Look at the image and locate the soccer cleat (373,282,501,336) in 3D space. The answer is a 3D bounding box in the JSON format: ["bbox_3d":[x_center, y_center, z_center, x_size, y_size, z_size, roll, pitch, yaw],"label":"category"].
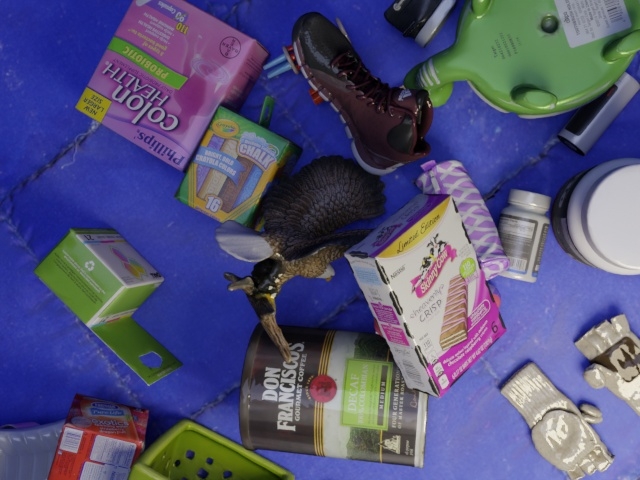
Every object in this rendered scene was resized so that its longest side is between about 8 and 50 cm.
[{"bbox_3d":[0.187,0.092,1.243,0.083,0.248,0.095,42,133,45],"label":"soccer cleat"}]

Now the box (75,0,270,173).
[{"bbox_3d":[-0.241,-0.264,1.349,0.213,0.117,0.243,31,96,7],"label":"box"}]

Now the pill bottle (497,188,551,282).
[{"bbox_3d":[0.316,-0.008,1.285,0.078,0.078,0.137,13,93,9],"label":"pill bottle"}]

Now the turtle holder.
[{"bbox_3d":[0.308,-0.277,1.207,0.243,0.227,0.320,42,97,5],"label":"turtle holder"}]

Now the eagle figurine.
[{"bbox_3d":[0.002,0.002,1.248,0.298,0.225,0.226,-39,90,2],"label":"eagle figurine"}]

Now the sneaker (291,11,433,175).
[{"bbox_3d":[0.084,-0.234,1.224,0.106,0.162,0.281,-46,113,-31],"label":"sneaker"}]

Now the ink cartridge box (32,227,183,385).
[{"bbox_3d":[-0.312,0.100,1.331,0.255,0.189,0.097,43,95,4],"label":"ink cartridge box"}]

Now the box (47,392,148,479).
[{"bbox_3d":[-0.375,0.396,1.320,0.128,0.122,0.257,16,101,-11],"label":"box"}]

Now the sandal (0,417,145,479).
[{"bbox_3d":[-0.508,0.378,1.418,0.416,0.102,0.169,-7,105,-4],"label":"sandal"}]

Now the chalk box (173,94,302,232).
[{"bbox_3d":[-0.118,-0.132,1.324,0.132,0.132,0.213,29,96,8],"label":"chalk box"}]

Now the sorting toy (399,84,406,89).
[{"bbox_3d":[0.143,-0.211,1.342,0.062,0.012,0.083,-32,83,3],"label":"sorting toy"}]

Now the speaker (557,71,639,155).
[{"bbox_3d":[0.435,-0.202,1.275,0.055,0.055,0.136,39,97,6],"label":"speaker"}]

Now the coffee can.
[{"bbox_3d":[0.030,0.238,1.273,0.275,0.201,0.201,4,92,8],"label":"coffee can"}]

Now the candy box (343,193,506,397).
[{"bbox_3d":[0.150,0.073,1.120,0.159,0.071,0.233,-38,114,-28],"label":"candy box"}]

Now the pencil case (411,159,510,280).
[{"bbox_3d":[0.219,-0.033,1.265,0.086,0.088,0.206,-30,64,14],"label":"pencil case"}]

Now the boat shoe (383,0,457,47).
[{"bbox_3d":[0.216,-0.451,1.276,0.091,0.114,0.302,36,95,1],"label":"boat shoe"}]

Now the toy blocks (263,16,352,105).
[{"bbox_3d":[-0.009,-0.279,1.343,0.148,0.054,0.123,-27,86,8],"label":"toy blocks"}]

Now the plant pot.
[{"bbox_3d":[-0.199,0.450,1.306,0.228,0.227,0.207,27,101,7],"label":"plant pot"}]

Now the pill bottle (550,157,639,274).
[{"bbox_3d":[0.426,-0.034,1.163,0.161,0.283,0.161,0,91,9],"label":"pill bottle"}]

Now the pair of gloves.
[{"bbox_3d":[0.433,0.253,1.289,0.240,0.042,0.204,-34,86,9],"label":"pair of gloves"}]
